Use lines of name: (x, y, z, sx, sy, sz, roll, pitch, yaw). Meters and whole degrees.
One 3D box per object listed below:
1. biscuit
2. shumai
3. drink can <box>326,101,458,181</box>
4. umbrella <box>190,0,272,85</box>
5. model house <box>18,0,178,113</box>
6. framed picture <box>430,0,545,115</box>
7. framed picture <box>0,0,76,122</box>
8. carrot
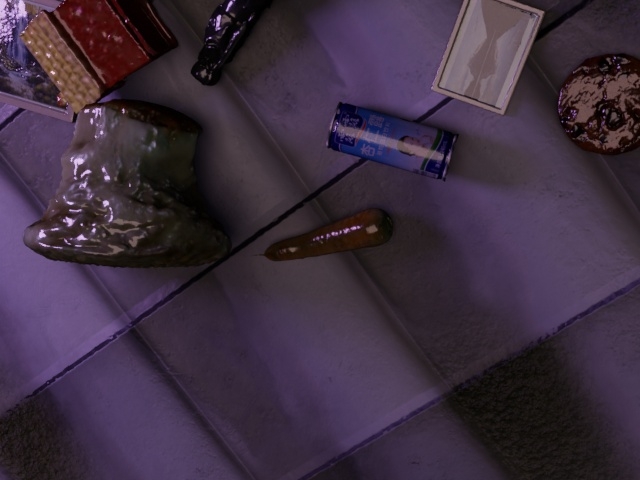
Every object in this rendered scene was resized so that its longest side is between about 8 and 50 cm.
biscuit: (0.529, -0.247, 1.572, 0.192, 0.049, 0.192, 2, 102, 8)
shumai: (-0.366, -0.105, 1.671, 0.397, 0.324, 0.323, 2, 91, 5)
drink can: (0.136, -0.188, 1.638, 0.235, 0.097, 0.097, 17, 108, 7)
umbrella: (-0.132, -0.437, 1.618, 0.106, 0.113, 0.358, 46, 116, 25)
model house: (-0.439, -0.375, 1.652, 0.254, 0.160, 0.196, -32, 105, 14)
framed picture: (0.308, -0.350, 1.602, 0.150, 0.015, 0.203, 21, 108, 4)
framed picture: (-0.632, -0.395, 1.767, 0.324, 0.020, 0.240, 18, 107, 5)
carrot: (0.000, 0.000, 1.733, 0.298, 0.078, 0.078, -14, 102, 17)
